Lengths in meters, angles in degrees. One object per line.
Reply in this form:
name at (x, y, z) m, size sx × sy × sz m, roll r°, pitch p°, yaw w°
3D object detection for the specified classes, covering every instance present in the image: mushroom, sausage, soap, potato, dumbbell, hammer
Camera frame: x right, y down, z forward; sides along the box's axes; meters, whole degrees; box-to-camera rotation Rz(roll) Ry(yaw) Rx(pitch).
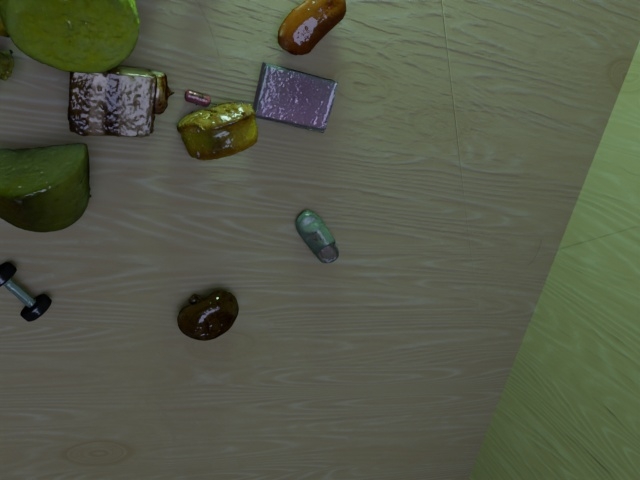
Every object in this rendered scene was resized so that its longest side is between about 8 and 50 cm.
mushroom at (-0.406, 0.289, 1.905) m, size 0.231 × 0.138 × 0.194 m, roll -33°, pitch 120°, yaw -5°
sausage at (-0.027, -0.699, 1.638) m, size 0.258 × 0.133 × 0.133 m, roll -42°, pitch 120°, yaw 2°
soap at (-0.090, -0.478, 1.731) m, size 0.259 × 0.081 × 0.181 m, roll 7°, pitch 110°, yaw -22°
potato at (-0.817, -0.107, 1.488) m, size 0.330 × 0.213 × 0.280 m, roll -4°, pitch 142°, yaw -5°
dumbbell at (-0.974, 0.167, 1.661) m, size 0.100 × 0.100 × 0.191 m, roll -36°, pitch 120°, yaw -3°
hammer at (-0.394, -0.455, 1.650) m, size 0.083 × 0.043 × 0.043 m, roll 13°, pitch 107°, yaw -26°

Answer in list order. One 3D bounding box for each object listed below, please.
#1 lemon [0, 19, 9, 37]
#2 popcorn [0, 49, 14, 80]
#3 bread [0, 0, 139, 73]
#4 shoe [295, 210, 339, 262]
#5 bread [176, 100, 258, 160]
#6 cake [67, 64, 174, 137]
lemon at (-0.862, -0.607, 1.386) m, size 0.082 × 0.082 × 0.110 m, roll -12°, pitch 122°, yaw -16°
popcorn at (-0.922, -0.503, 1.355) m, size 0.173 × 0.168 × 0.195 m, roll -34°, pitch 124°, yaw -31°
bread at (-0.619, -0.602, 1.277) m, size 0.348 × 0.308 × 0.348 m, roll -24°, pitch 152°, yaw -14°
shoe at (0.000, 0.000, 1.959) m, size 0.103 × 0.100 × 0.251 m, roll -37°, pitch 122°, yaw -2°
bread at (-0.329, -0.339, 1.635) m, size 0.260 × 0.147 × 0.160 m, roll -10°, pitch 124°, yaw -1°
cake at (-0.583, -0.414, 1.515) m, size 0.293 × 0.196 × 0.198 m, roll -1°, pitch 114°, yaw -25°
